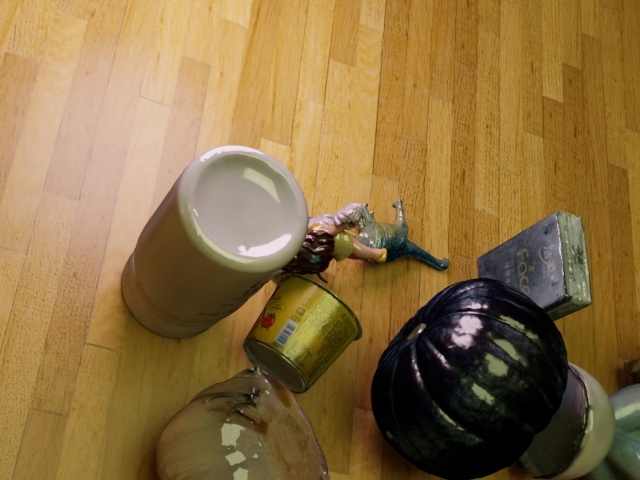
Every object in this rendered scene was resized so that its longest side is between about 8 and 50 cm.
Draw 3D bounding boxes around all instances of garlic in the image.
[{"bbox_3d":[-0.108,0.365,1.466,0.322,0.241,0.322,10,73,-35],"label":"garlic"}]

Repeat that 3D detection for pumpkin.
[{"bbox_3d":[0.257,0.238,1.643,0.266,0.363,0.363,38,56,-7],"label":"pumpkin"}]

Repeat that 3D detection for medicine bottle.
[{"bbox_3d":[-0.181,0.016,1.511,0.211,0.371,0.211,10,64,-22],"label":"medicine bottle"}]

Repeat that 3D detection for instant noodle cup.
[{"bbox_3d":[-0.041,0.167,1.641,0.182,0.182,0.144,41,65,-5],"label":"instant noodle cup"}]

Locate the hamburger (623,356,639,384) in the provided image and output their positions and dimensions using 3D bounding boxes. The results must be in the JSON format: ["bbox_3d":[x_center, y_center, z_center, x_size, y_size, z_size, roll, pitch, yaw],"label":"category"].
[{"bbox_3d":[0.780,0.248,1.954,0.259,0.283,0.144,-19,69,-28],"label":"hamburger"}]

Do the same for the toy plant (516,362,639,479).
[{"bbox_3d":[0.554,0.381,1.822,0.332,0.247,0.247,20,60,-23],"label":"toy plant"}]

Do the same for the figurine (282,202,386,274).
[{"bbox_3d":[-0.002,0.001,1.649,0.240,0.175,0.115,-1,84,-26],"label":"figurine"}]

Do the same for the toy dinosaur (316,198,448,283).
[{"bbox_3d":[0.114,-0.003,1.842,0.363,0.076,0.147,-2,67,-43],"label":"toy dinosaur"}]

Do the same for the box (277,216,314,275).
[{"bbox_3d":[-0.050,0.007,1.761,0.069,0.084,0.122,6,66,-33],"label":"box"}]

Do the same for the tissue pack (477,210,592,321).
[{"bbox_3d":[0.418,0.076,1.862,0.081,0.257,0.185,12,63,-25],"label":"tissue pack"}]
